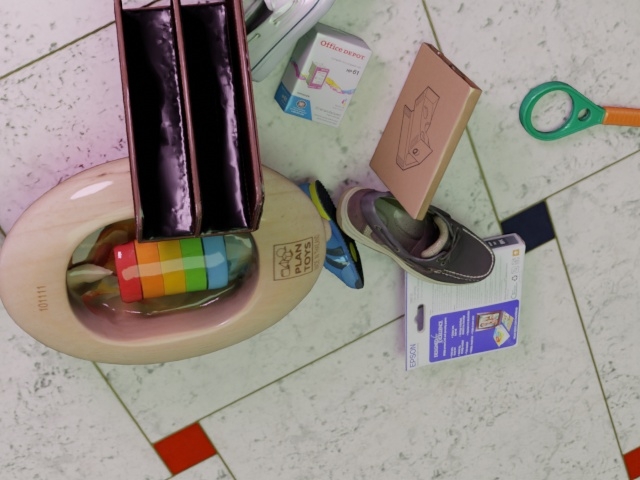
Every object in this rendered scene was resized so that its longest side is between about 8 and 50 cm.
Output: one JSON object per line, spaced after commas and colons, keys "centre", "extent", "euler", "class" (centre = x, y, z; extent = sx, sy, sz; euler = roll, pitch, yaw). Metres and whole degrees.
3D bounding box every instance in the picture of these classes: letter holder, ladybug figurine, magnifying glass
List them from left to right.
{"centre": [-0.209, 0.010, 1.475], "extent": [0.449, 0.162, 0.305], "euler": [-6, 118, -14], "class": "ladybug figurine"}
{"centre": [-0.157, -0.167, 1.265], "extent": [0.152, 0.214, 0.302], "euler": [-6, 82, -9], "class": "letter holder"}
{"centre": [0.410, -0.195, 1.662], "extent": [0.231, 0.026, 0.092], "euler": [2, 119, -19], "class": "magnifying glass"}

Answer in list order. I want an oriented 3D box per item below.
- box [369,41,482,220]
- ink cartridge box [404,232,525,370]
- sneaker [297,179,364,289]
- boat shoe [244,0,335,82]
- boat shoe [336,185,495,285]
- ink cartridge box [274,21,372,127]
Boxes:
{"centre": [0.142, -0.153, 1.503], "extent": [0.021, 0.164, 0.201], "euler": [10, 116, -27], "class": "box"}
{"centre": [0.227, 0.102, 1.763], "extent": [0.208, 0.045, 0.206], "euler": [-11, 122, -14], "class": "ink cartridge box"}
{"centre": [0.000, 0.000, 1.614], "extent": [0.082, 0.069, 0.209], "euler": [-21, 128, 13], "class": "sneaker"}
{"centre": [-0.046, -0.305, 1.392], "extent": [0.076, 0.083, 0.226], "euler": [28, 109, -32], "class": "boat shoe"}
{"centre": [0.157, -0.002, 1.607], "extent": [0.285, 0.092, 0.103], "euler": [27, 80, -27], "class": "boat shoe"}
{"centre": [0.004, -0.227, 1.478], "extent": [0.088, 0.052, 0.122], "euler": [13, 114, -26], "class": "ink cartridge box"}
